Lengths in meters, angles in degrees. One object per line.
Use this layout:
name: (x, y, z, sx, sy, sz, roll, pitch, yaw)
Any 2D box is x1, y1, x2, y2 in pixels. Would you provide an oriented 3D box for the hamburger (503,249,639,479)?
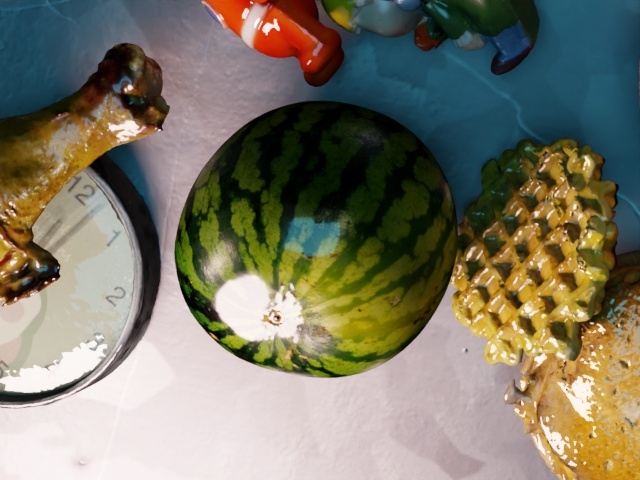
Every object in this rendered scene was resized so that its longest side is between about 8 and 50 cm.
hamburger: (0.361, 0.159, 1.884, 0.314, 0.170, 0.289, 21, 98, 5)

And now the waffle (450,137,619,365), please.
waffle: (0.212, 0.013, 1.866, 0.059, 0.238, 0.243, 10, 91, -34)

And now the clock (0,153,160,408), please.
clock: (-0.338, 0.030, 2.012, 0.319, 0.066, 0.318, 1, 98, 7)

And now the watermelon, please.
watermelon: (0.000, 0.000, 1.852, 0.285, 0.285, 0.285, 1, 99, 7)

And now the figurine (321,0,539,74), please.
figurine: (0.098, -0.249, 1.891, 0.234, 0.127, 0.185, -10, 139, 24)

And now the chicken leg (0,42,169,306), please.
chicken leg: (-0.315, -0.047, 1.893, 0.361, 0.140, 0.211, -22, 87, 14)

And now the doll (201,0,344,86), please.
doll: (-0.122, -0.278, 1.871, 0.336, 0.200, 0.105, 38, 89, 5)
